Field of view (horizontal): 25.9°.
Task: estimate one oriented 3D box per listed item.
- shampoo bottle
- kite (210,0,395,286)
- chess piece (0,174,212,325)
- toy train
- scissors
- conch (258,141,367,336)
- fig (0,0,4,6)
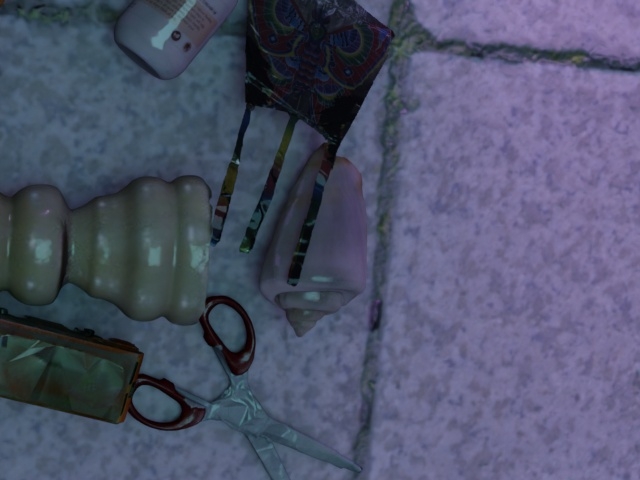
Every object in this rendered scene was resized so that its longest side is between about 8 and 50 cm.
[{"bbox_3d":[-0.101,-0.232,1.226,0.074,0.074,0.192,40,82,-21],"label":"shampoo bottle"},{"bbox_3d":[-0.024,-0.106,1.261,0.152,0.015,0.285,21,74,-21],"label":"kite"},{"bbox_3d":[-0.222,0.005,1.201,0.243,0.133,0.133,2,98,-14],"label":"chess piece"},{"bbox_3d":[-0.246,0.106,1.213,0.188,0.099,0.072,17,93,-23],"label":"toy train"},{"bbox_3d":[-0.064,0.176,1.338,0.144,0.017,0.248,-47,112,-7],"label":"scissors"},{"bbox_3d":[-0.002,0.003,1.311,0.104,0.094,0.176,8,69,-8],"label":"conch"},{"bbox_3d":[-0.365,-0.276,0.985,0.286,0.286,0.369,-5,67,-20],"label":"fig"}]
